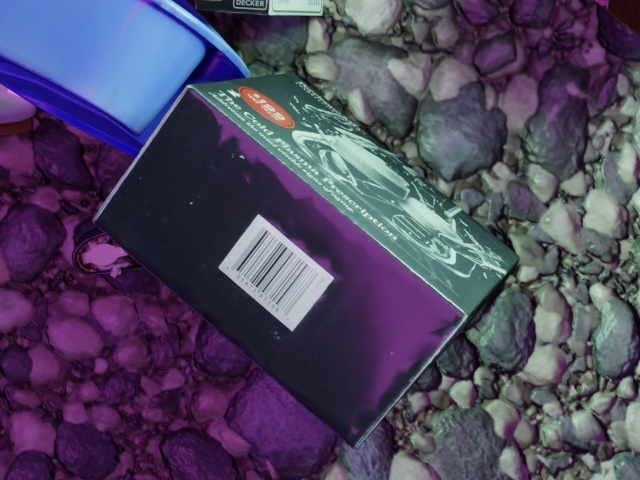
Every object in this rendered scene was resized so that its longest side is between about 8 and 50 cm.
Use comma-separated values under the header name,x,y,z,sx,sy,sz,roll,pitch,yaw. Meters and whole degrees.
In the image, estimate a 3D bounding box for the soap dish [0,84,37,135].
name,x,y,z,sx,sy,sz,roll,pitch,yaw
soap dish,-0.456,-0.255,1.526,0.118,0.229,0.290,-4,98,35

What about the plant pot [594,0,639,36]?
name,x,y,z,sx,sy,sz,roll,pitch,yaw
plant pot,0.352,-0.336,1.279,0.215,0.215,0.230,44,94,7

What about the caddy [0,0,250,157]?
name,x,y,z,sx,sy,sz,roll,pitch,yaw
caddy,-0.238,-0.222,1.431,0.341,0.241,0.179,27,83,21

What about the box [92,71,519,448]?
name,x,y,z,sx,sy,sz,roll,pitch,yaw
box,0.000,0.000,1.370,0.343,0.312,0.179,40,107,7

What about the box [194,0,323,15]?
name,x,y,z,sx,sy,sz,roll,pitch,yaw
box,-0.055,-0.386,1.403,0.087,0.169,0.289,8,102,18

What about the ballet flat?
name,x,y,z,sx,sy,sz,roll,pitch,yaw
ballet flat,-0.204,0.007,1.562,0.203,0.074,0.074,-9,96,18
